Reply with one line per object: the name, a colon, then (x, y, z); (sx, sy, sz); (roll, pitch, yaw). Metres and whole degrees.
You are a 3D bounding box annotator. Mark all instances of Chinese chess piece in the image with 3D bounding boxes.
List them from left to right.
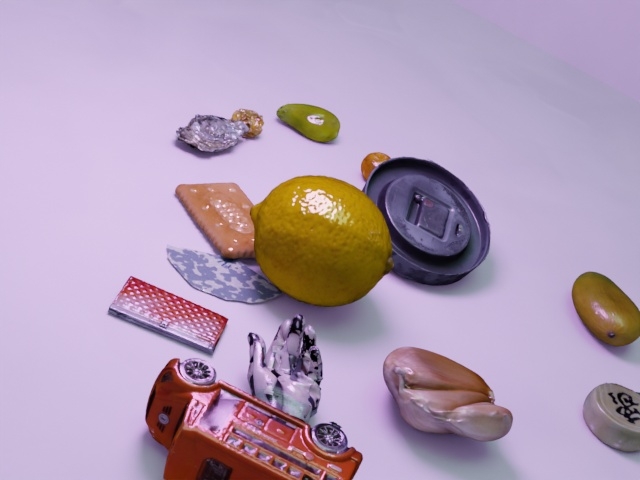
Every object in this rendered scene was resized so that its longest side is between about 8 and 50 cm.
Chinese chess piece: (0.573, 0.336, 1.924); (0.144, 0.058, 0.144); (16, 32, -10)

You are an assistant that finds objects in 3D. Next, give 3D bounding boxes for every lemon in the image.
lemon: (0.000, 0.001, 1.912); (0.267, 0.267, 0.267); (15, 33, -10)

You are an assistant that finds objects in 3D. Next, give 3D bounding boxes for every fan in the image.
fan: (-0.190, 0.066, 1.918); (0.240, 0.009, 0.131); (23, 32, 1)

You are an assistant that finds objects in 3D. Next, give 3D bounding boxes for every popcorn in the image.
popcorn: (-0.177, -0.279, 2.394); (0.083, 0.057, 0.082); (-19, 49, -43)

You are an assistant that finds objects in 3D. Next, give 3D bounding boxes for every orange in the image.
orange: (0.138, -0.172, 2.410); (0.083, 0.070, 0.083); (5, 35, -3)

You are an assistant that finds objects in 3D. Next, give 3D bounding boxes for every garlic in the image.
garlic: (0.198, 0.270, 1.762); (0.228, 0.110, 0.217); (21, 19, -22)

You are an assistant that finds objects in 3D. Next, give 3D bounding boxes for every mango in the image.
mango: (-0.029, -0.300, 2.498); (0.165, 0.074, 0.091); (21, 34, -1)
mango: (0.619, 0.144, 2.212); (0.137, 0.091, 0.237); (12, 27, -26)

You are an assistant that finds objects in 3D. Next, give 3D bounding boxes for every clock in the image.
clock: (0.223, -0.044, 2.190); (0.312, 0.061, 0.313); (14, 52, -19)

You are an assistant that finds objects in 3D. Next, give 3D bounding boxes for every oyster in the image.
oyster: (-0.251, -0.246, 2.300); (0.125, 0.064, 0.177); (35, 34, 12)

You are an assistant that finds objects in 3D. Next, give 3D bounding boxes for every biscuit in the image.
biscuit: (-0.181, -0.046, 2.061); (0.160, 0.030, 0.250); (-3, 37, -36)

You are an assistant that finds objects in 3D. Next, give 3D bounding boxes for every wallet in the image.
wallet: (-0.263, 0.130, 1.769); (0.196, 0.020, 0.103); (22, 32, 1)

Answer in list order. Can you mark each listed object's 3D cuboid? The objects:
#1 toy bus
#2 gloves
toy bus: (-0.117, 0.311, 1.475); (0.329, 0.143, 0.153); (27, 32, 6)
gloves: (-0.059, 0.222, 1.679); (0.127, 0.111, 0.212); (-3, 35, 6)
